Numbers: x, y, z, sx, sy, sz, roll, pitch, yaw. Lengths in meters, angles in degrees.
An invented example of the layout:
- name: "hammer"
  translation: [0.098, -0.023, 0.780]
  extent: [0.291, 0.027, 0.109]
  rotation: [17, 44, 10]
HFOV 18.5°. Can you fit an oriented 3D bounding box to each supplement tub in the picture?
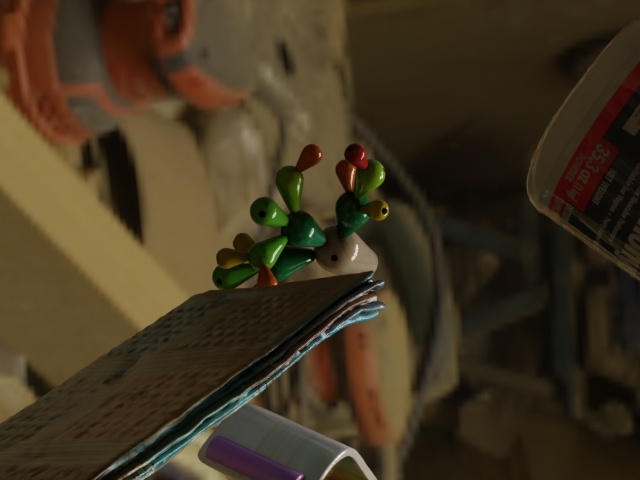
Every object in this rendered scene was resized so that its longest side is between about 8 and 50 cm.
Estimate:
- name: "supplement tub"
  translation: [0.317, -0.035, 1.528]
  extent: [0.191, 0.272, 0.191]
  rotation: [-49, 165, -18]

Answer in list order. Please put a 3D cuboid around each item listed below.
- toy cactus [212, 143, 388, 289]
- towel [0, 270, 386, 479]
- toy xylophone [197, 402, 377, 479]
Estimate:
- name: "toy cactus"
  translation: [0.000, 0.000, 1.974]
  extent: [0.180, 0.219, 0.112]
  rotation: [29, 22, -47]
- name: "towel"
  translation: [-0.149, 0.134, 1.624]
  extent: [0.370, 0.271, 0.040]
  rotation: [-35, 107, -37]
- name: "toy xylophone"
  translation: [-0.030, 0.240, 1.872]
  extent: [0.081, 0.236, 0.322]
  rotation: [-59, 144, -17]
